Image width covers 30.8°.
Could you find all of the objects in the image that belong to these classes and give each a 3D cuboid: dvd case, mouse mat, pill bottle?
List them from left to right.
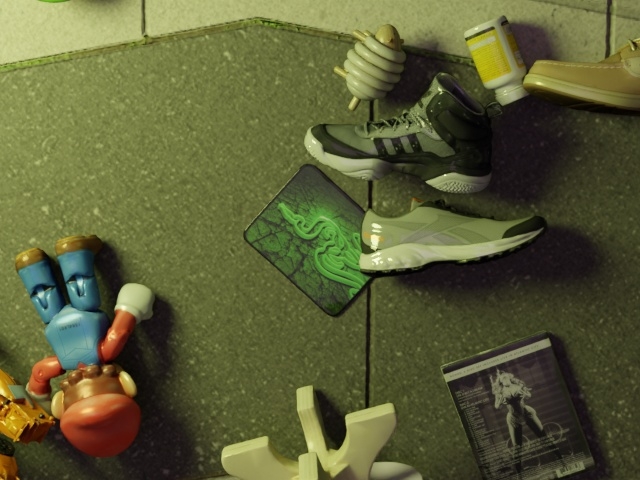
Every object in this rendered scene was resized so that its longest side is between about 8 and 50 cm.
[{"bbox_3d":[0.000,0.000,1.706,0.189,0.007,0.152,42,98,-3],"label":"mouse mat"},{"bbox_3d":[0.250,-0.250,1.626,0.065,0.065,0.116,-22,95,6],"label":"pill bottle"},{"bbox_3d":[0.292,0.261,1.713,0.164,0.018,0.221,-20,96,7],"label":"dvd case"}]

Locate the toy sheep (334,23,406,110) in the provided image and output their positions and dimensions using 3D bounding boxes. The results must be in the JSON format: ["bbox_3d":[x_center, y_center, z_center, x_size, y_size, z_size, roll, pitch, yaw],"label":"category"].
[{"bbox_3d":[0.072,-0.243,1.633,0.091,0.091,0.132,27,112,0],"label":"toy sheep"}]

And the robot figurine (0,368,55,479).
[{"bbox_3d":[-0.525,0.236,1.689,0.291,0.085,0.211,34,101,24],"label":"robot figurine"}]

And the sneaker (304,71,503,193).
[{"bbox_3d":[0.119,-0.162,1.610,0.268,0.101,0.153,10,120,-3],"label":"sneaker"}]

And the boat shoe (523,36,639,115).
[{"bbox_3d":[0.447,-0.228,1.596,0.341,0.121,0.110,5,93,-7],"label":"boat shoe"}]

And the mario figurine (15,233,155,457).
[{"bbox_3d":[-0.346,0.161,1.715,0.198,0.170,0.321,-19,84,42],"label":"mario figurine"}]

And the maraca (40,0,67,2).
[{"bbox_3d":[-0.372,-0.419,1.636,0.127,0.099,0.186,5,73,-7],"label":"maraca"}]

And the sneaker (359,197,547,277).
[{"bbox_3d":[0.186,-0.014,1.647,0.271,0.100,0.108,-6,83,2],"label":"sneaker"}]

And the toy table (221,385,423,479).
[{"bbox_3d":[-0.001,0.334,1.643,0.274,0.252,0.161,-21,112,-6],"label":"toy table"}]
